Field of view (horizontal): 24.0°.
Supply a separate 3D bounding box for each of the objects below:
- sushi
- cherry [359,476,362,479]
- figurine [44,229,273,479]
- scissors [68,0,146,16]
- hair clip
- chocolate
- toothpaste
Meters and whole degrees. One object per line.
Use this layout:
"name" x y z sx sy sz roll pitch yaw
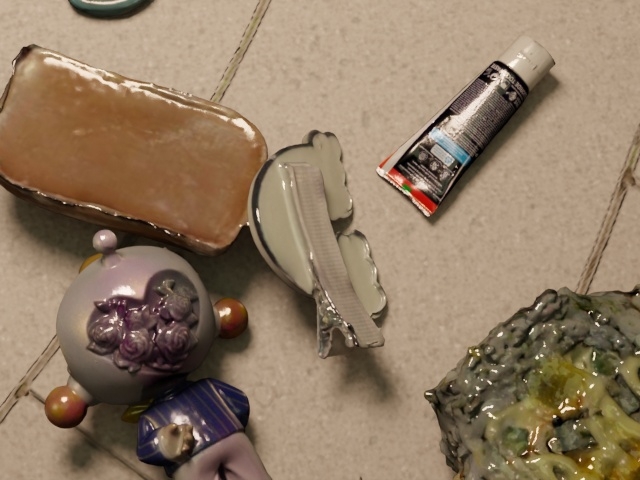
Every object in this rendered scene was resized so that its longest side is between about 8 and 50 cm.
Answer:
"sushi" 0.219 0.139 1.321 0.274 0.139 0.184 -39 83 -13
"cherry" 0.013 0.346 1.218 0.261 0.221 0.308 10 69 11
"figurine" -0.142 0.133 1.320 0.193 0.133 0.274 -5 78 -17
"scissors" -0.124 -0.317 1.476 0.289 0.041 0.138 -20 78 -2
"hair clip" 0.000 0.000 1.362 0.140 0.054 0.220 -4 71 -45
"chocolate" -0.180 -0.068 1.392 0.261 0.083 0.161 21 59 1
"toothpaste" 0.140 -0.114 1.434 0.071 0.045 0.193 40 84 17
